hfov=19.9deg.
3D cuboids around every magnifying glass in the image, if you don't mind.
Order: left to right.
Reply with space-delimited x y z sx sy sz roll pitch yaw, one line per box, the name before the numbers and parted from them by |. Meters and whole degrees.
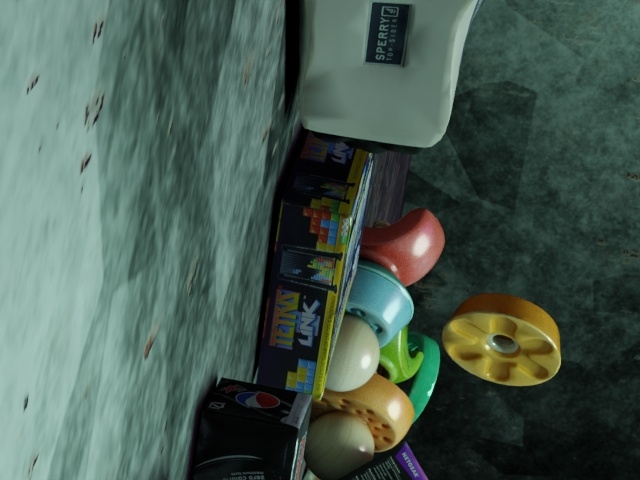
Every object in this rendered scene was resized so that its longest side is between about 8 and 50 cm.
magnifying glass | 0.049 0.142 1.706 0.231 0.026 0.092 -32 -141 64

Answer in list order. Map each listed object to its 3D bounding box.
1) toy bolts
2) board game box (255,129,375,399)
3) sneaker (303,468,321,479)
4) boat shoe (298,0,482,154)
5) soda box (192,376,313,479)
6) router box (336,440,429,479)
toy bolts | 0.068 0.096 1.466 0.228 0.218 0.158 68 34 -46
board game box | 0.000 0.000 1.208 0.170 0.048 0.141 -72 173 -61
sneaker | 0.011 0.358 1.771 0.302 0.108 0.121 -77 170 -49
boat shoe | 0.046 -0.197 1.001 0.340 0.127 0.158 108 -11 -61
soda box | -0.045 0.164 0.980 0.060 0.053 0.169 -65 164 -73
router box | 0.022 0.229 1.493 0.046 0.133 0.179 60 -7 15
